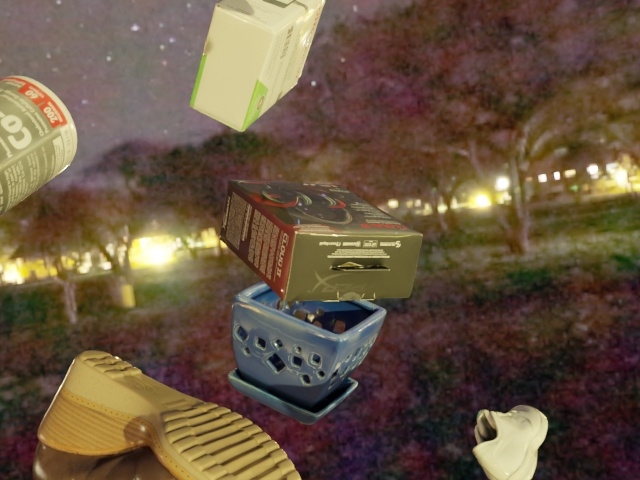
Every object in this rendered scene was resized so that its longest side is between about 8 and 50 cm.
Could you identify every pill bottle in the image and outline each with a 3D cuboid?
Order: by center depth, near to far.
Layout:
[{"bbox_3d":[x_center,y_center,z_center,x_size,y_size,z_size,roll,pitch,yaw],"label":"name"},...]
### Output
[{"bbox_3d":[-0.482,-0.104,1.112,0.161,0.161,0.283,-8,27,29],"label":"pill bottle"}]

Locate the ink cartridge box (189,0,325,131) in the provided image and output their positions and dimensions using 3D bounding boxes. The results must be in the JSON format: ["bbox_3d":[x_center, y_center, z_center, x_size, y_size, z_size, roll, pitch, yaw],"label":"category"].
[{"bbox_3d":[-0.108,-0.346,1.457,0.115,0.198,0.273,26,34,5],"label":"ink cartridge box"}]

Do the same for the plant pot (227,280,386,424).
[{"bbox_3d":[-0.036,0.211,1.581,0.236,0.212,0.236,21,19,20],"label":"plant pot"}]

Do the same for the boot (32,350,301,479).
[{"bbox_3d":[-0.124,0.215,0.581,0.248,0.206,0.090,22,11,37],"label":"boot"}]

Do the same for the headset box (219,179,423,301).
[{"bbox_3d":[0.000,0.000,1.251,0.218,0.110,0.293,1,19,-28],"label":"headset box"}]

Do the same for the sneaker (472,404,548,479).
[{"bbox_3d":[0.260,0.269,1.146,0.080,0.094,0.212,-49,-5,20],"label":"sneaker"}]
